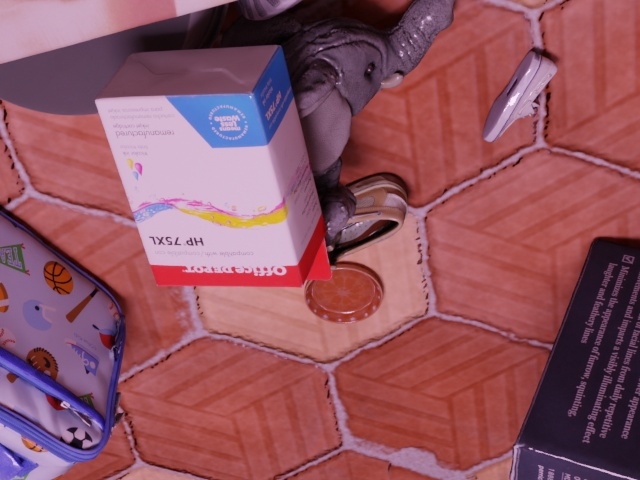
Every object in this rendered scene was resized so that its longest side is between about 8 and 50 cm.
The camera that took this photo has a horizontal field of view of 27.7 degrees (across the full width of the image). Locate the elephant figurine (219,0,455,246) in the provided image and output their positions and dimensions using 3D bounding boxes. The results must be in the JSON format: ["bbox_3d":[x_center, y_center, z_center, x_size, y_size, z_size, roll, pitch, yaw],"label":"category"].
[{"bbox_3d":[-0.014,-0.128,1.129,0.169,0.186,0.239,28,125,9],"label":"elephant figurine"}]

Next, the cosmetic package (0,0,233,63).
[{"bbox_3d":[-0.165,-0.225,0.923,0.296,0.153,0.129,-10,121,20],"label":"cosmetic package"}]

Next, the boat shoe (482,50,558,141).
[{"bbox_3d":[0.185,-0.127,1.194,0.035,0.035,0.100,21,123,-14],"label":"boat shoe"}]

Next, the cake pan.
[{"bbox_3d":[-0.221,-0.224,1.065,0.293,0.054,0.293,6,127,8],"label":"cake pan"}]

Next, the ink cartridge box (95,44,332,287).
[{"bbox_3d":[-0.079,-0.037,1.052,0.134,0.078,0.231,0,127,19],"label":"ink cartridge box"}]

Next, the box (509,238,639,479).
[{"bbox_3d":[0.407,0.205,1.236,0.395,0.293,0.212,14,135,19],"label":"box"}]

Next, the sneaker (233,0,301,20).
[{"bbox_3d":[0.019,-0.266,1.022,0.115,0.105,0.281,-18,169,-42],"label":"sneaker"}]

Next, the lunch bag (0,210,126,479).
[{"bbox_3d":[-0.323,0.098,1.265,0.115,0.243,0.303,-35,122,29],"label":"lunch bag"}]

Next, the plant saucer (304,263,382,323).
[{"bbox_3d":[0.024,0.055,1.375,0.083,0.013,0.083,1,132,1],"label":"plant saucer"}]

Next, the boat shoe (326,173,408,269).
[{"bbox_3d":[0.000,0.000,1.285,0.190,0.072,0.068,-29,126,25],"label":"boat shoe"}]
